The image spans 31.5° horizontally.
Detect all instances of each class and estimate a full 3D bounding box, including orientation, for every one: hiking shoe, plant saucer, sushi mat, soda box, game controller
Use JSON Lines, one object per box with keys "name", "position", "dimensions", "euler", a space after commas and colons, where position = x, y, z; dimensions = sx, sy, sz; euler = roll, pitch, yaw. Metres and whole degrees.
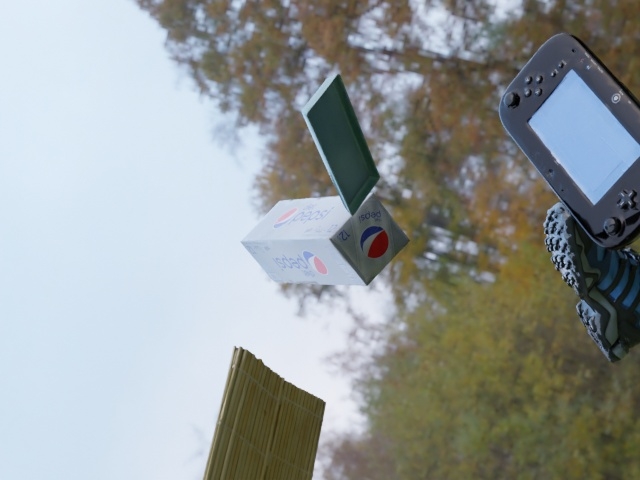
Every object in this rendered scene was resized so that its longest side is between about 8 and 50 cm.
{"name": "hiking shoe", "position": [0.424, 0.039, 1.669], "dimensions": [0.132, 0.113, 0.304], "euler": [-31, -53, 1]}
{"name": "plant saucer", "position": [0.024, -0.111, 1.342], "dimensions": [0.067, 0.018, 0.192], "euler": [-54, -34, -21]}
{"name": "sushi mat", "position": [-0.069, 0.274, 1.148], "dimensions": [0.151, 0.019, 0.317], "euler": [41, -133, -37]}
{"name": "soda box", "position": [0.000, 0.000, 1.629], "dimensions": [0.098, 0.286, 0.091], "euler": [-46, -70, -22]}
{"name": "game controller", "position": [0.365, -0.140, 1.548], "dimensions": [0.067, 0.319, 0.166], "euler": [2, -47, -37]}
